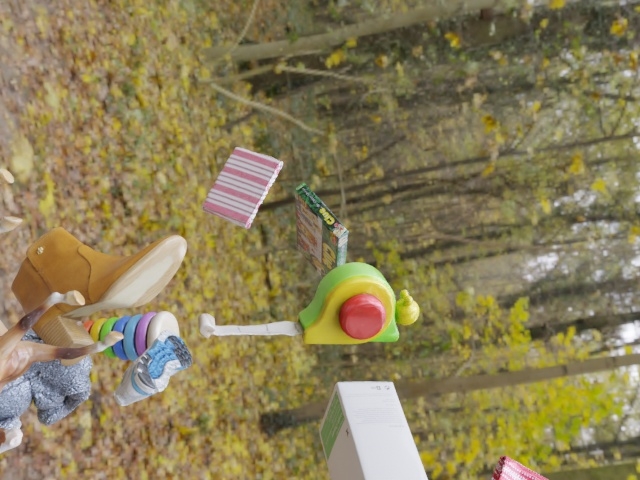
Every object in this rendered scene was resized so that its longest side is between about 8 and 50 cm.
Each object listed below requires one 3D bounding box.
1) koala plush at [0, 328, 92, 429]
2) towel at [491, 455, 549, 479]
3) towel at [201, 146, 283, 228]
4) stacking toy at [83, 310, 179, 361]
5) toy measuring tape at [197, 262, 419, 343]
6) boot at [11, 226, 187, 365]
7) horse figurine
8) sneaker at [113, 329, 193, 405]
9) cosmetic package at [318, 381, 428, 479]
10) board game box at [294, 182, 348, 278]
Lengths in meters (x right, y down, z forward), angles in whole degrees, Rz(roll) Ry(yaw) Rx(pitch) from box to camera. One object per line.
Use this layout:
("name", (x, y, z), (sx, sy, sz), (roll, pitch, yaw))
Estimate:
("koala plush", (-0.564, 0.269, 1.404), (0.221, 0.203, 0.196), (-22, 87, -45))
("towel", (0.357, 0.514, 1.260), (0.275, 0.199, 0.031), (-54, 170, -44))
("towel", (-0.197, -0.136, 1.887), (0.197, 0.144, 0.029), (-63, 157, -14))
("stacking toy", (-0.546, 0.254, 1.962), (0.141, 0.330, 0.141), (-1, 90, -75))
("toy measuring tape", (-0.009, 0.088, 1.091), (0.121, 0.330, 0.121), (-177, -90, -76))
("boot", (-0.378, 0.040, 1.232), (0.211, 0.295, 0.104), (48, 4, 27))
("horse figurine", (-0.301, 0.053, 0.645), (0.263, 0.174, 0.066), (58, 7, -12))
("sneaker", (-0.263, 0.198, 1.151), (0.071, 0.083, 0.191), (53, 15, 0))
("cosmetic package", (0.123, 0.517, 1.680), (0.365, 0.155, 0.197), (-108, -152, -50))
("board game box", (0.000, 0.000, 1.509), (0.136, 0.030, 0.259), (46, -18, 20))
